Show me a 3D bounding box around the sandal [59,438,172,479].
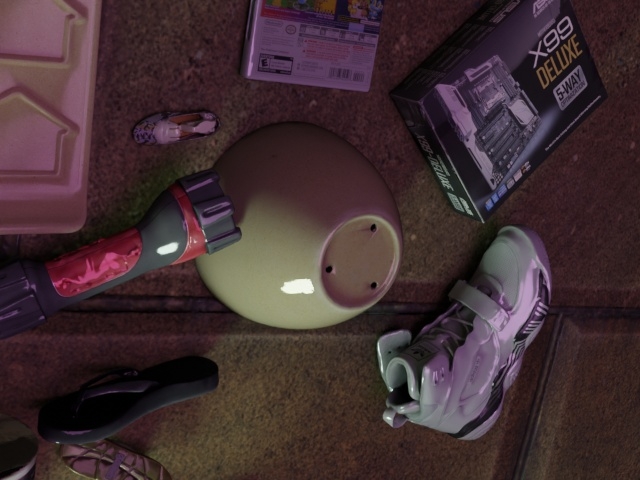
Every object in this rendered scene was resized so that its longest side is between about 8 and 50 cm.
[{"bbox_3d":[-0.269,0.304,1.273,0.180,0.049,0.072,38,77,-23],"label":"sandal"}]

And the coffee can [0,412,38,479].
[{"bbox_3d":[-0.430,0.353,1.077,0.201,0.201,0.276,-1,106,-34],"label":"coffee can"}]

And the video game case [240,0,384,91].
[{"bbox_3d":[-0.004,-0.295,1.256,0.201,0.023,0.184,0,107,-35],"label":"video game case"}]

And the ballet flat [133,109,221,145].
[{"bbox_3d":[-0.173,-0.140,1.185,0.114,0.041,0.041,-15,114,-30],"label":"ballet flat"}]

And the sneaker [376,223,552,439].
[{"bbox_3d":[0.220,0.142,1.493,0.210,0.137,0.366,9,104,-39],"label":"sneaker"}]

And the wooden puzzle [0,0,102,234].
[{"bbox_3d":[-0.396,-0.181,0.998,0.322,0.080,0.348,-2,103,-35],"label":"wooden puzzle"}]

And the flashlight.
[{"bbox_3d":[-0.248,0.014,1.120,0.304,0.103,0.103,-23,101,-16],"label":"flashlight"}]

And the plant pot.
[{"bbox_3d":[0.000,0.000,1.259,0.284,0.191,0.284,-12,113,-32],"label":"plant pot"}]

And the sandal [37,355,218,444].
[{"bbox_3d":[-0.247,0.187,1.221,0.254,0.097,0.055,-19,117,-40],"label":"sandal"}]

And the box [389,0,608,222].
[{"bbox_3d":[0.277,-0.219,1.445,0.307,0.076,0.242,-43,125,-15],"label":"box"}]
